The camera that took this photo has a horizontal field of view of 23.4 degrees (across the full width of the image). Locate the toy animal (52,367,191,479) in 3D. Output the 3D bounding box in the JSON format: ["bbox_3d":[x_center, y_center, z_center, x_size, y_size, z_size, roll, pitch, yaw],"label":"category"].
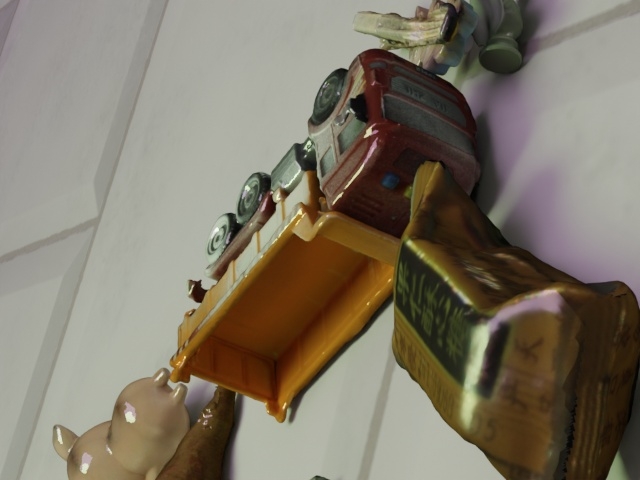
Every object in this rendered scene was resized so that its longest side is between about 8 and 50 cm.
[{"bbox_3d":[-0.162,0.168,1.288,0.150,0.089,0.083,-48,27,15],"label":"toy animal"}]

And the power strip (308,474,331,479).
[{"bbox_3d":[-0.032,0.213,1.078,0.136,0.019,0.051,-44,35,38],"label":"power strip"}]

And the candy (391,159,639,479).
[{"bbox_3d":[0.095,0.044,0.886,0.271,0.101,0.143,-138,55,-68],"label":"candy"}]

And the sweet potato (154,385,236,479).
[{"bbox_3d":[-0.109,0.200,1.183,0.068,0.068,0.226,-26,46,53],"label":"sweet potato"}]

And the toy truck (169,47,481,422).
[{"bbox_3d":[0.000,0.000,1.088,0.270,0.114,0.135,-50,30,33],"label":"toy truck"}]

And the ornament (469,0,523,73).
[{"bbox_3d":[0.124,-0.162,1.073,0.068,0.041,0.092,175,106,-86],"label":"ornament"}]

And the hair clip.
[{"bbox_3d":[0.076,-0.147,1.116,0.214,0.056,0.062,-153,79,-72],"label":"hair clip"}]
